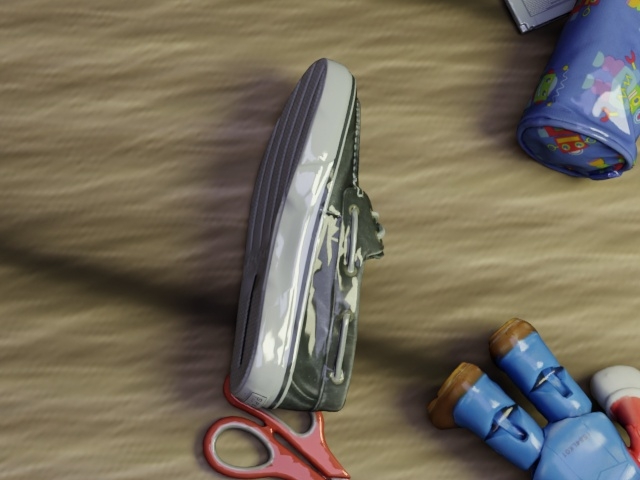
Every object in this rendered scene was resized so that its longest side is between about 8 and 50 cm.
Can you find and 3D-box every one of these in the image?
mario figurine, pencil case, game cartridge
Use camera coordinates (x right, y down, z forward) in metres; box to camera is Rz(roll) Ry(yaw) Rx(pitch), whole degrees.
[{"bbox_3d":[0.247,0.234,1.390,0.320,0.170,0.198,47,112,15],"label":"mario figurine"},{"bbox_3d":[0.305,-0.202,1.479,0.133,0.119,0.306,33,74,-20],"label":"pencil case"},{"bbox_3d":[0.229,-0.250,1.533,0.083,0.017,0.056,-23,84,-12],"label":"game cartridge"}]

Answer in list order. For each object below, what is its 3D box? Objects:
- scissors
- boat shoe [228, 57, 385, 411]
[{"bbox_3d":[0.025,0.226,1.393,0.297,0.021,0.109,32,73,3],"label":"scissors"},{"bbox_3d":[0.000,0.000,1.408,0.119,0.121,0.335,15,79,-20],"label":"boat shoe"}]
